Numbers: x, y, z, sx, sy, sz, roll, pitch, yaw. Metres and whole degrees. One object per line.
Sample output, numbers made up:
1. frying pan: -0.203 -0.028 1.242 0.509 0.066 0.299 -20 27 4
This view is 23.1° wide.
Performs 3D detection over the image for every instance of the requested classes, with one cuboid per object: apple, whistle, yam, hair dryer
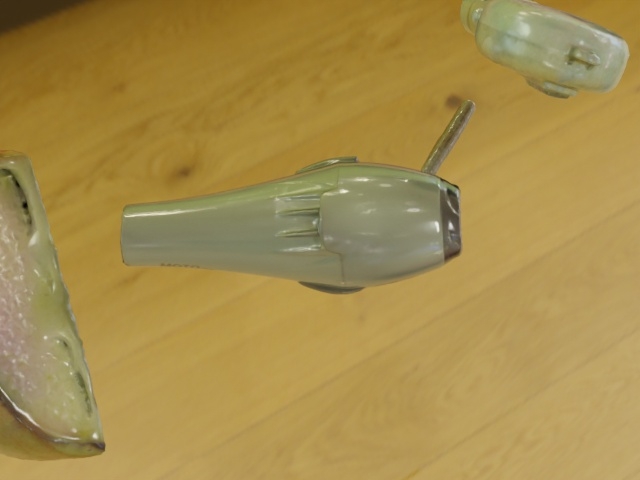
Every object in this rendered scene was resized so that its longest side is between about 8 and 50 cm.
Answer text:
1. apple: -0.290 0.065 1.283 0.120 0.193 0.265 -14 89 -43
2. whistle: 0.175 -0.170 1.323 0.126 0.067 0.258 15 13 -18
3. yam: 0.145 -0.114 1.792 0.021 0.021 0.116 31 65 1
4. hair dryer: -0.033 -0.001 1.128 0.229 0.267 0.092 -1 84 -11
